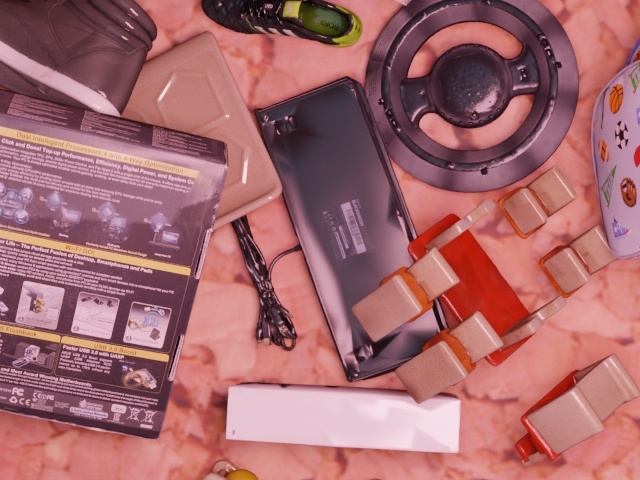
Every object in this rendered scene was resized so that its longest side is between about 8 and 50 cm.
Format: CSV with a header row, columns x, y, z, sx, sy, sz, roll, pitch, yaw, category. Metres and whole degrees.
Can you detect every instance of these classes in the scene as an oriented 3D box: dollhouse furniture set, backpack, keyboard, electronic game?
x,y,z,sx,sy,sz,roll,pitch,yaw,category
0.187,0.091,1.385,0.262,0.135,0.259,-33,85,-37,dollhouse furniture set
0.388,-0.101,1.350,0.213,0.276,0.263,4,71,-23,backpack
0.000,0.000,1.482,0.201,0.033,0.317,-19,85,6,keyboard
0.161,-0.165,1.468,0.229,0.048,0.229,0,88,12,electronic game

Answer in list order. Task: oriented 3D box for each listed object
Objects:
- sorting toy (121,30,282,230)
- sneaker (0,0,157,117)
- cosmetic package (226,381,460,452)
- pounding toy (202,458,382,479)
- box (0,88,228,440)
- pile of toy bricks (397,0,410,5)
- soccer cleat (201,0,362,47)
x,y,z,sx,sy,sz,roll,pitch,yaw,category
-0.161,-0.097,1.482,0.193,0.038,0.208,-26,77,9,sorting toy
-0.306,-0.240,1.487,0.295,0.104,0.147,28,73,14,sneaker
0.026,0.184,1.442,0.239,0.099,0.060,3,89,3,cosmetic package
-0.005,0.314,1.411,0.269,0.155,0.154,25,95,4,pounding toy
-0.319,0.014,1.383,0.395,0.097,0.318,12,110,-10,box
0.040,-0.354,1.468,0.212,0.118,0.105,29,52,15,pile of toy bricks
-0.042,-0.247,1.473,0.179,0.072,0.060,12,89,4,soccer cleat
